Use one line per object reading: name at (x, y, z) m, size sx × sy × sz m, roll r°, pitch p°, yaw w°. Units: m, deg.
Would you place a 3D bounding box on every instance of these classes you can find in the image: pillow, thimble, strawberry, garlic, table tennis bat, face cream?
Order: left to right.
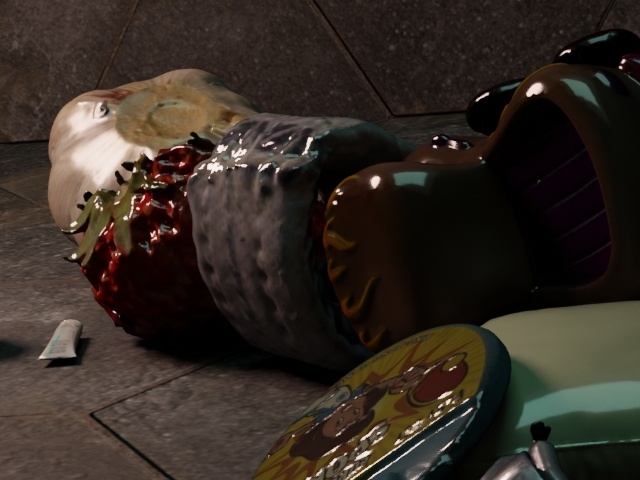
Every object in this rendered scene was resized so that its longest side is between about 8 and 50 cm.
face cream at (-0.260, 0.103, 1.674) m, size 0.038 × 0.020 × 0.115 m, roll -4°, pitch 12°, yaw -1°
garlic at (-0.186, -0.080, 2.019) m, size 0.322 × 0.241 × 0.322 m, roll 8°, pitch 17°, yaw -2°
strawberry at (-0.118, 0.032, 1.672) m, size 0.253 × 0.150 × 0.280 m, roll -17°, pitch -35°, yaw 34°
thimble at (0.000, 0.000, 1.524) m, size 0.157 × 0.245 × 0.217 m, roll 6°, pitch 50°, yaw 45°
table tennis bat at (0.038, 0.145, 1.061) m, size 0.215 × 0.044 × 0.329 m, roll -35°, pitch 15°, yaw 7°
pillow at (0.247, 0.112, 1.146) m, size 0.322 × 0.119 × 0.255 m, roll -3°, pitch 16°, yaw 7°

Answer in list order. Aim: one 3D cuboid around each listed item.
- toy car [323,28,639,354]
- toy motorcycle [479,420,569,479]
toy car at (0.166, -0.015, 1.347) m, size 0.240 × 0.271 × 0.341 m, roll -9°, pitch -14°, yaw -37°
toy motorcycle at (0.162, 0.164, 0.836) m, size 0.270 × 0.159 × 0.106 m, roll -10°, pitch 33°, yaw -16°
